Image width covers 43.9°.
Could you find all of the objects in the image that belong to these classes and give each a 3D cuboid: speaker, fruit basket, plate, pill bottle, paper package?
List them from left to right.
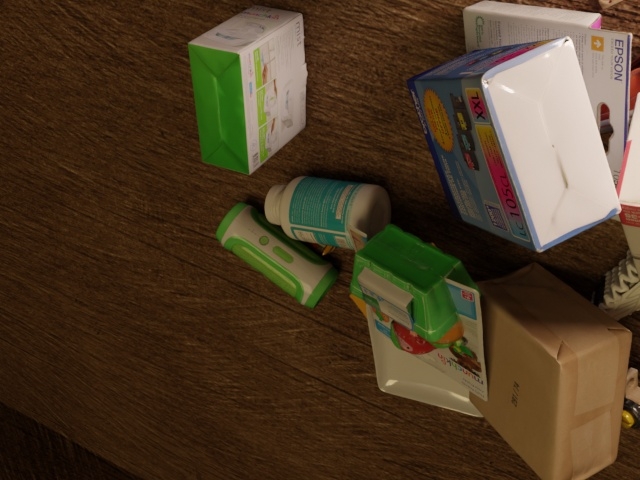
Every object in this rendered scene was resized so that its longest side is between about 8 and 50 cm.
[{"bbox_3d":[-0.105,0.035,1.914,0.296,0.131,0.131,36,136,6],"label":"speaker"},{"bbox_3d":[0.011,-0.064,1.742,0.264,0.146,0.146,10,128,28],"label":"pill bottle"},{"bbox_3d":[0.192,0.155,1.613,0.327,0.165,0.353,31,145,37],"label":"fruit basket"},{"bbox_3d":[0.250,0.267,1.837,0.277,0.045,0.278,9,127,29],"label":"plate"},{"bbox_3d":[0.436,0.259,1.572,0.309,0.168,0.324,-134,32,-54],"label":"paper package"}]

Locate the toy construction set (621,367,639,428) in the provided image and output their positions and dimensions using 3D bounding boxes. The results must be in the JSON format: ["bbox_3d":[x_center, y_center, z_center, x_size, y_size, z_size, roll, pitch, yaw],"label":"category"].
[{"bbox_3d":[0.713,0.326,1.551,0.237,0.257,0.309,15,156,48],"label":"toy construction set"}]

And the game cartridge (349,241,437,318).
[{"bbox_3d":[0.252,0.183,1.841,0.285,0.053,0.323,-30,100,45],"label":"game cartridge"}]

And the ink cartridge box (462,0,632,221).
[{"bbox_3d":[0.391,-0.224,1.336,0.330,0.071,0.324,27,138,45],"label":"ink cartridge box"}]

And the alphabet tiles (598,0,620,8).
[{"bbox_3d":[0.491,-0.484,1.186,0.237,0.009,0.198,-19,110,42],"label":"alphabet tiles"}]

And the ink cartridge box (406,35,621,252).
[{"bbox_3d":[0.279,-0.160,1.267,0.395,0.151,0.270,-133,21,-75],"label":"ink cartridge box"}]

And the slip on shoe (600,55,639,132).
[{"bbox_3d":[0.551,-0.273,1.235,0.331,0.123,0.101,-24,103,48],"label":"slip on shoe"}]

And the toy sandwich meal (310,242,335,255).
[{"bbox_3d":[0.000,0.000,1.882,0.086,0.029,0.085,18,131,22],"label":"toy sandwich meal"}]

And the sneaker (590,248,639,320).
[{"bbox_3d":[0.599,0.087,1.489,0.118,0.110,0.292,26,135,3],"label":"sneaker"}]

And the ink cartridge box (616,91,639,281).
[{"bbox_3d":[0.557,-0.068,1.245,0.117,0.207,0.283,5,154,32],"label":"ink cartridge box"}]

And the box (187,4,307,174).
[{"bbox_3d":[-0.135,-0.306,1.596,0.127,0.231,0.262,17,131,23],"label":"box"}]
